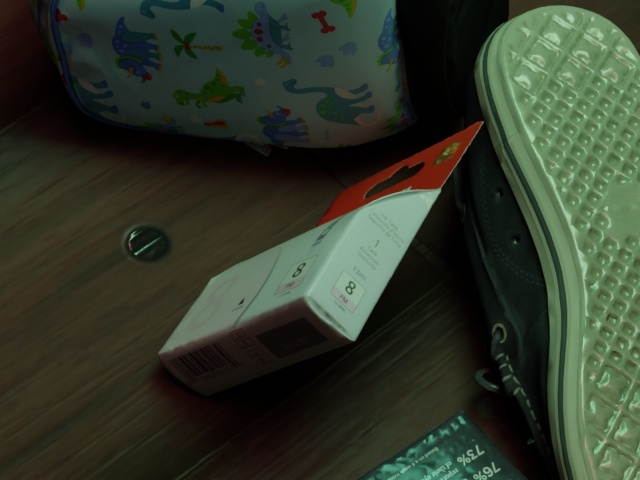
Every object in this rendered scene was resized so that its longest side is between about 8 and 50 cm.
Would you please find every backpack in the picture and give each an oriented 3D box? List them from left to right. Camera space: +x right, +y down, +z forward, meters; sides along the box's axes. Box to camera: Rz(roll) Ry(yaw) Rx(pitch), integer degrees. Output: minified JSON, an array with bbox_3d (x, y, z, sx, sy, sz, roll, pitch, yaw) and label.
[{"bbox_3d":[-0.049,-0.207,1.431,0.356,0.290,0.273,18,59,14],"label":"backpack"}]

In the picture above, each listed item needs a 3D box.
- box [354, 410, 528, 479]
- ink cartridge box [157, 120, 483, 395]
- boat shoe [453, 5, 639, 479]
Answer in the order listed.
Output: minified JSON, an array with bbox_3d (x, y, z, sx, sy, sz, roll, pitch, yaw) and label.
[{"bbox_3d":[0.096,0.245,1.215,0.153,0.108,0.207,-29,64,-28],"label":"box"},{"bbox_3d":[0.000,0.000,1.337,0.066,0.189,0.232,42,53,-19],"label":"ink cartridge box"},{"bbox_3d":[0.212,0.070,1.346,0.187,0.156,0.500,-6,66,-20],"label":"boat shoe"}]
